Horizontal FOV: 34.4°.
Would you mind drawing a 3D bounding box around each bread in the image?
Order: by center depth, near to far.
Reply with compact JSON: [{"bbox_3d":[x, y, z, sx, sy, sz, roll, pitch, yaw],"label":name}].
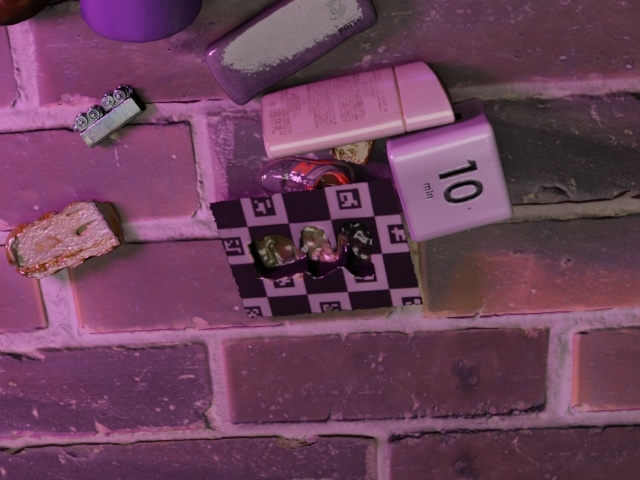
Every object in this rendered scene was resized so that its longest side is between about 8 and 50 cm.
[{"bbox_3d":[0.062,-0.187,1.993,0.083,0.076,0.070,16,101,-4],"label":"bread"},{"bbox_3d":[-0.520,-0.008,2.080,0.232,0.088,0.128,-23,120,4],"label":"bread"}]

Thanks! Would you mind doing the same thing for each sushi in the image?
[{"bbox_3d":[0.000,0.000,2.070,0.373,0.100,0.296,-7,122,16],"label":"sushi"}]

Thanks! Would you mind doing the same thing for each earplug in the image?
[{"bbox_3d":[-0.317,-0.561,1.675,0.215,0.215,0.455,1,139,1],"label":"earplug"}]

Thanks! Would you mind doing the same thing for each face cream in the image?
[{"bbox_3d":[0.065,-0.247,1.917,0.349,0.173,0.081,-11,136,5],"label":"face cream"}]

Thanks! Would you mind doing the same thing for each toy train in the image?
[{"bbox_3d":[-0.409,-0.243,1.998,0.148,0.038,0.071,-33,111,14],"label":"toy train"}]

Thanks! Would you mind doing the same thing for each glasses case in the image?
[{"bbox_3d":[-0.057,-0.380,1.910,0.323,0.074,0.131,-29,111,13],"label":"glasses case"}]

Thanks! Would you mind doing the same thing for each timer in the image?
[{"bbox_3d":[0.239,-0.133,1.943,0.195,0.194,0.192,-14,112,9],"label":"timer"}]

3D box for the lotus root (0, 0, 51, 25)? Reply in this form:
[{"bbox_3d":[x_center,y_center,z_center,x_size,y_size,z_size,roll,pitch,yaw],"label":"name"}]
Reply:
[{"bbox_3d":[-0.526,-0.472,1.803,0.275,0.152,0.160,-24,74,50],"label":"lotus root"}]

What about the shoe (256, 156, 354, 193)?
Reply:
[{"bbox_3d":[-0.030,-0.120,2.019,0.195,0.077,0.074,-1,114,1],"label":"shoe"}]
